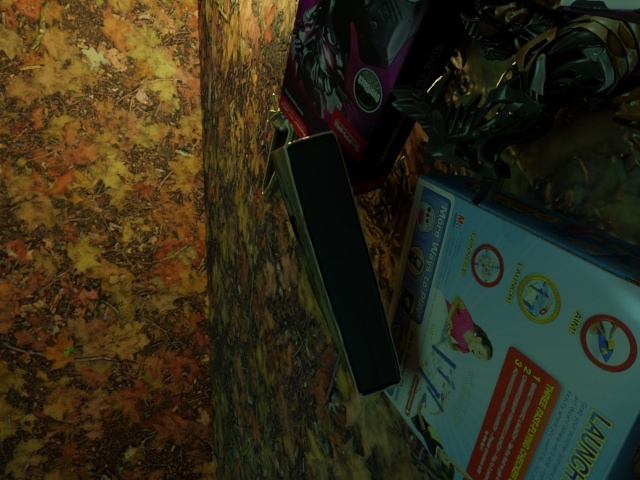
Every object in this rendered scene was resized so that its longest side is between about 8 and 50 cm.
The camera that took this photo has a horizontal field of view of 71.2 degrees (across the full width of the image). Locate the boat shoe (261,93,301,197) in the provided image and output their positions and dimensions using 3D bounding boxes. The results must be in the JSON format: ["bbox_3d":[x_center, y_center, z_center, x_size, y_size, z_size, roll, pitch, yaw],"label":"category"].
[{"bbox_3d":[-0.080,-0.234,1.038,0.104,0.089,0.285,-141,53,-60],"label":"boat shoe"}]

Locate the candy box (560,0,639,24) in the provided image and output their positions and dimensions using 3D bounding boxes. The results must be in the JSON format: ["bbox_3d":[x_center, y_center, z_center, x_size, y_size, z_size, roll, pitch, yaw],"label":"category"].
[{"bbox_3d":[0.257,-0.129,0.204,0.196,0.165,0.070,-131,43,-54],"label":"candy box"}]

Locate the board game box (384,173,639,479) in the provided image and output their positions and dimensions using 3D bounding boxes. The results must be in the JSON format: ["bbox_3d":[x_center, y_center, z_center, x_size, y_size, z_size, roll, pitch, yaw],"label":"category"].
[{"bbox_3d":[0.191,0.119,0.475,0.302,0.086,0.308,-134,46,-55],"label":"board game box"}]

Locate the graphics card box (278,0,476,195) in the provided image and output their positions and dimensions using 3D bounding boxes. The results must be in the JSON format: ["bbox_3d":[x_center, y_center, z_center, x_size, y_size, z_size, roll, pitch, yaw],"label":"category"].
[{"bbox_3d":[0.057,-0.263,0.630,0.232,0.094,0.371,57,149,22],"label":"graphics card box"}]

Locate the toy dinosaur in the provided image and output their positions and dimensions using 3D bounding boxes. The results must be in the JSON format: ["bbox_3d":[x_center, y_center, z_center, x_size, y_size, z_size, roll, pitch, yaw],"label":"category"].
[{"bbox_3d":[0.189,-0.144,0.365,0.218,0.164,0.321,-35,57,29],"label":"toy dinosaur"}]

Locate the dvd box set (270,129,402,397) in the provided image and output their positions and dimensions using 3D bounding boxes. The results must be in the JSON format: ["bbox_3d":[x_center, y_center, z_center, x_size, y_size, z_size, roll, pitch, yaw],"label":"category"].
[{"bbox_3d":[0.000,0.000,0.689,0.420,0.062,0.307,-129,22,-76],"label":"dvd box set"}]
